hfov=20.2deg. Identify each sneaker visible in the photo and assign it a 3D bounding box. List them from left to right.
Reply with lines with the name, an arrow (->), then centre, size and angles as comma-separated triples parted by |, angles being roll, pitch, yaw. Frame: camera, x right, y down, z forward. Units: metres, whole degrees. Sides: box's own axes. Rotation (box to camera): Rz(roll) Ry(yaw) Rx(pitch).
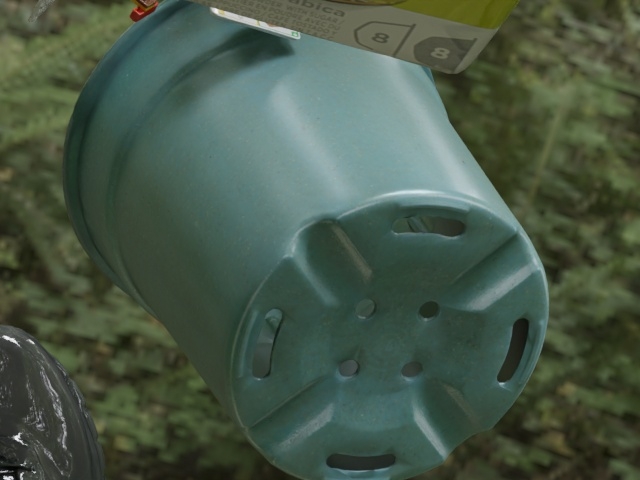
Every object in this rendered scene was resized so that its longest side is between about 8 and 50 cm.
sneaker -> -0.185, 0.191, 1.050 | 0.109, 0.286, 0.130 | -4, -6, 2

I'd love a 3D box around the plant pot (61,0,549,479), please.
plant pot -> 0.000, 0.000, 1.425 | 0.341, 0.341, 0.334 | 7, 25, -26

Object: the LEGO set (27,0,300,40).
LEGO set -> -0.146, -0.229, 1.400 | 0.244, 0.060, 0.182 | 13, 41, -28

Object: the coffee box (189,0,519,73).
coffee box -> -0.038, -0.307, 0.586 | 0.338, 0.338, 0.334 | 14, -21, -9
